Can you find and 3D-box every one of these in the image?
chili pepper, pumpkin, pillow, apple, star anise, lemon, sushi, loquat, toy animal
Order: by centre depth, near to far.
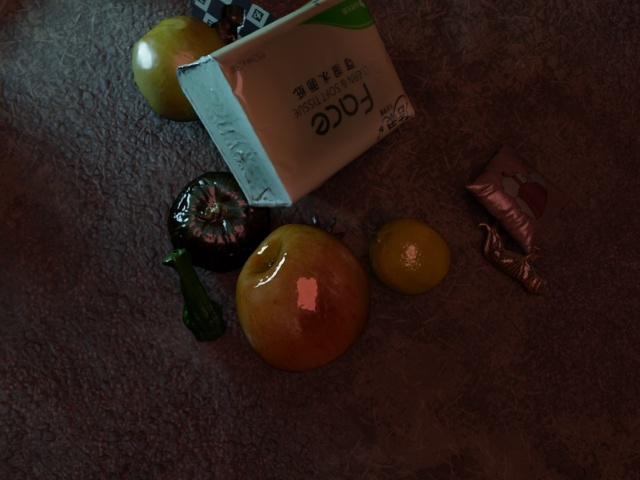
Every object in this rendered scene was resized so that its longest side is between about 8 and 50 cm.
[{"bbox_3d":[-0.042,0.117,1.145,0.299,0.299,0.275,-36,113,-8],"label":"apple"},{"bbox_3d":[-0.275,0.128,1.174,0.083,0.099,0.253,-31,126,-24],"label":"chili pepper"},{"bbox_3d":[-0.302,-0.377,1.210,0.244,0.244,0.243,1,85,-6],"label":"loquat"},{"bbox_3d":[-0.226,-0.042,1.215,0.238,0.159,0.237,0,84,-1],"label":"pumpkin"},{"bbox_3d":[0.209,0.041,1.243,0.203,0.178,0.178,34,82,-14],"label":"lemon"},{"bbox_3d":[-0.217,-0.487,1.278,0.192,0.050,0.215,30,127,-3],"label":"sushi"},{"bbox_3d":[0.001,-0.002,1.293,0.141,0.042,0.140,1,84,-7],"label":"star anise"},{"bbox_3d":[0.483,-0.111,1.310,0.236,0.084,0.223,42,61,2],"label":"pillow"},{"bbox_3d":[0.480,0.042,1.328,0.241,0.057,0.099,34,83,-2],"label":"toy animal"}]

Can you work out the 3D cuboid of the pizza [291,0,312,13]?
[{"bbox_3d":[-0.003,-0.561,1.348,0.160,0.036,0.099,-24,87,-7],"label":"pizza"}]

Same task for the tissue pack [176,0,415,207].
[{"bbox_3d":[-0.035,-0.308,1.142,0.405,0.205,0.331,-39,113,-27],"label":"tissue pack"}]

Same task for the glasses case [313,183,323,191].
[{"bbox_3d":[-0.078,-0.216,1.295,0.233,0.059,0.092,45,84,-1],"label":"glasses case"}]
